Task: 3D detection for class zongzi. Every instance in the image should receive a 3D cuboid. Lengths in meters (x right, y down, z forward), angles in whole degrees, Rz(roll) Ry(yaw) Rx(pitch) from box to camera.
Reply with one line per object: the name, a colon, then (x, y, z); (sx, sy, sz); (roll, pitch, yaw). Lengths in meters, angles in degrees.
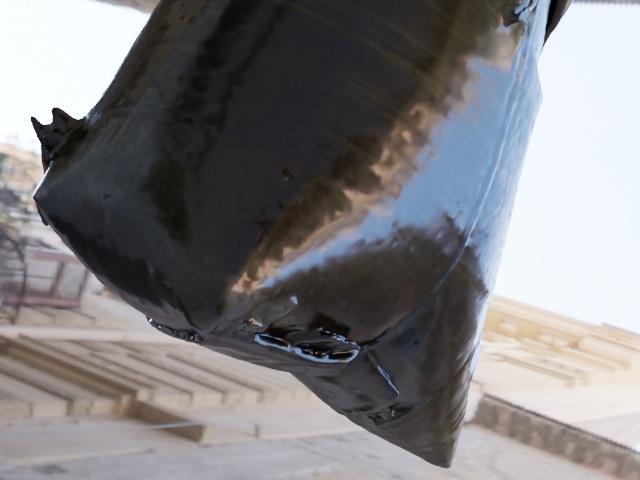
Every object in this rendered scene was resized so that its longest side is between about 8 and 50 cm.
zongzi: (0.072, -0.074, 0.791); (0.208, 0.432, 0.403); (21, -102, 37)
